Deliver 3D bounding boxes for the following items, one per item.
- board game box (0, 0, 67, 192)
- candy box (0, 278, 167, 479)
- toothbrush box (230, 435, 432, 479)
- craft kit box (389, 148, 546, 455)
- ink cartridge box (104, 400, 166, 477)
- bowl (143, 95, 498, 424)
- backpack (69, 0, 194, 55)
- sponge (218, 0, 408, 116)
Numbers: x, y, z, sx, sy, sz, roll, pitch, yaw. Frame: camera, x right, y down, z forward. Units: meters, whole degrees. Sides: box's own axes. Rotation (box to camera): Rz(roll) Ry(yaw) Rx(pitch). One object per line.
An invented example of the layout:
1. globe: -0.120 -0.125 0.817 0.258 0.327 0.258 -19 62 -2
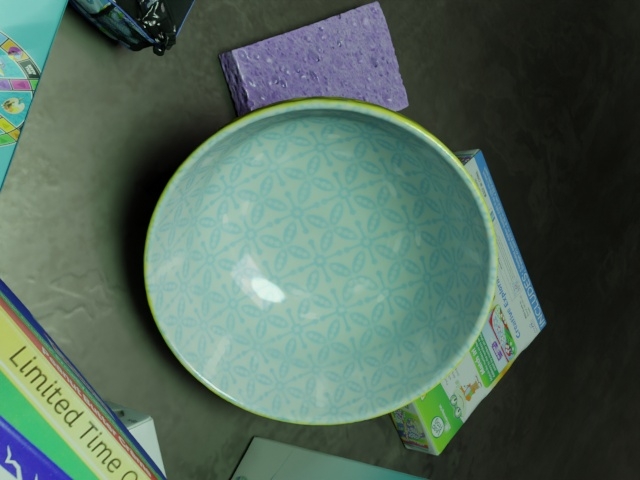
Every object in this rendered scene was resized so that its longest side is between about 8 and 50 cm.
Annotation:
1. board game box: -0.310 -0.114 0.557 0.253 0.079 0.336 20 90 -40
2. candy box: -0.267 0.191 0.547 0.317 0.122 0.268 -39 118 -14
3. toothbrush box: 0.020 0.305 0.754 0.126 0.295 0.216 47 60 -33
4. craft kit box: 0.139 0.065 1.026 0.246 0.061 0.250 -41 116 -37
5. ink cartridge box: -0.162 0.198 0.727 0.052 0.088 0.123 -17 101 -38
6. bowl: 0.000 0.000 0.809 0.156 0.289 0.290 -89 157 -68
7. backpack: -0.161 -0.220 0.733 0.114 0.084 0.105 42 63 -39
8. sponge: -0.001 -0.158 0.914 0.210 0.031 0.117 -29 108 -37
